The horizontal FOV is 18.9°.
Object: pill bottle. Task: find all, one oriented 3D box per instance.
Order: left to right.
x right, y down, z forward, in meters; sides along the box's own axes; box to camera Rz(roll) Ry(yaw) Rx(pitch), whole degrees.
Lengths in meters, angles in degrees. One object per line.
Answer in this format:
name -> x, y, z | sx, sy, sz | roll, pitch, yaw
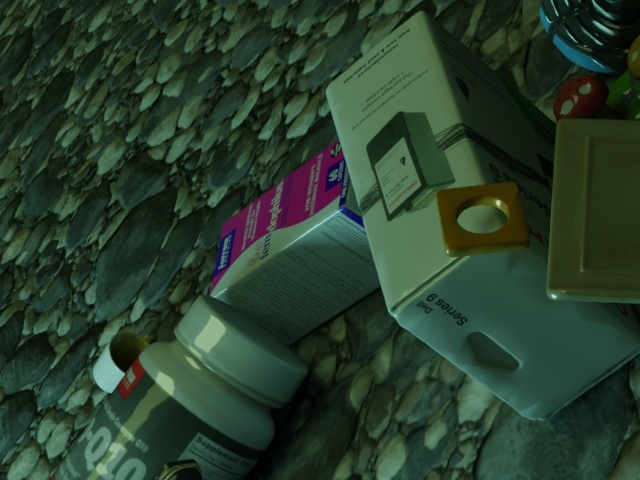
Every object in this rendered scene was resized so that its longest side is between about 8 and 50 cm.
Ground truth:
pill bottle -> -0.149, 0.204, 1.941 | 0.283, 0.161, 0.161 | -54, 26, 5

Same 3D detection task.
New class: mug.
mug -> -0.231, 0.149, 2.278 | 0.064, 0.078, 0.062 | -44, 60, 42

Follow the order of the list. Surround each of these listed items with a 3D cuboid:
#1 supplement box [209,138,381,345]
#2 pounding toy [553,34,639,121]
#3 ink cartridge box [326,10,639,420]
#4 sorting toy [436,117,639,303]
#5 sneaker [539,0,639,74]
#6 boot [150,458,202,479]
supplement box -> 0.000, 0.000, 1.977 | 0.220, 0.114, 0.111 | -36, 34, 39
pounding toy -> 0.284, -0.116, 1.601 | 0.183, 0.110, 0.237 | -56, 27, -15
ink cartridge box -> 0.136, -0.021, 1.616 | 0.121, 0.211, 0.289 | -38, 40, 21
sorting toy -> 0.260, -0.015, 1.425 | 0.348, 0.047, 0.196 | 2, 46, 8
sneaker -> 0.339, -0.257, 1.724 | 0.341, 0.125, 0.139 | -29, 10, 48
boot -> -0.120, 0.319, 1.811 | 0.137, 0.077, 0.198 | 36, 122, 45
